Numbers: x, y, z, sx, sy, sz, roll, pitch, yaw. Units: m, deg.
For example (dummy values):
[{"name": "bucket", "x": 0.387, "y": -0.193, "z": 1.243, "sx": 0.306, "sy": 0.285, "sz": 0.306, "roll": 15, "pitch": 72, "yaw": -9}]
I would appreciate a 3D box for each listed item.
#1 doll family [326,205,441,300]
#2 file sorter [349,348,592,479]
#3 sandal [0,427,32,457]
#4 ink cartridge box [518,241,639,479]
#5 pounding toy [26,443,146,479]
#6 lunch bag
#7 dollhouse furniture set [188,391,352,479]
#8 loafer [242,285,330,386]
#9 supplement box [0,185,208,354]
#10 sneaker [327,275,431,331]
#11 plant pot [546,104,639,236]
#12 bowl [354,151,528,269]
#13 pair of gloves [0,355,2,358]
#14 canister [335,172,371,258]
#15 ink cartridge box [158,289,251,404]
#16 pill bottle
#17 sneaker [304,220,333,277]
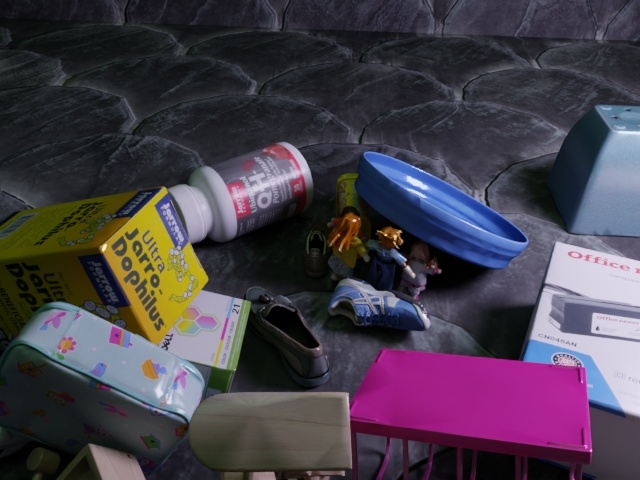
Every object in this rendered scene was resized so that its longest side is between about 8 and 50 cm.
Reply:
[{"name": "doll family", "x": 0.101, "y": 0.030, "z": 1.290, "sx": 0.263, "sy": 0.163, "sz": 0.118, "roll": 27, "pitch": 38, "yaw": 24}, {"name": "file sorter", "x": 0.201, "y": 0.283, "z": 0.879, "sx": 0.291, "sy": 0.182, "sz": 0.202, "roll": 2, "pitch": 17, "yaw": 20}, {"name": "sandal", "x": -0.527, "y": 0.276, "z": 1.012, "sx": 0.416, "sy": 0.102, "sz": 0.169, "roll": -1, "pitch": 48, "yaw": -25}, {"name": "ink cartridge box", "x": 0.488, "y": 0.196, "z": 1.086, "sx": 0.285, "sy": 0.166, "sz": 0.395, "roll": 15, "pitch": 37, "yaw": 18}, {"name": "pounding toy", "x": -0.328, "y": 0.364, "z": 0.881, "sx": 0.181, "sy": 0.094, "sz": 0.206, "roll": -49, "pitch": 46, "yaw": 3}, {"name": "lunch bag", "x": -0.327, "y": 0.221, "z": 0.934, "sx": 0.279, "sy": 0.224, "sz": 0.108, "roll": 29, "pitch": 37, "yaw": -13}, {"name": "dollhouse furniture set", "x": -0.107, "y": 0.379, "z": 0.667, "sx": 0.257, "sy": 0.362, "sz": 0.394, "roll": 1, "pitch": 65, "yaw": -4}, {"name": "loafer", "x": -0.063, "y": 0.153, "z": 1.200, "sx": 0.096, "sy": 0.084, "sz": 0.267, "roll": -19, "pitch": 40, "yaw": -26}, {"name": "supplement box", "x": -0.410, "y": 0.057, "z": 1.104, "sx": 0.357, "sy": 0.194, "sz": 0.195, "roll": -7, "pitch": 30, "yaw": 25}, {"name": "sneaker", "x": 0.109, "y": 0.138, "z": 1.243, "sx": 0.211, "sy": 0.080, "sz": 0.081, "roll": 14, "pitch": 42, "yaw": 33}, {"name": "plant pot", "x": 0.714, "y": -0.181, "z": 1.552, "sx": 0.248, "sy": 0.252, "sz": 0.247, "roll": 3, "pitch": 35, "yaw": 2}, {"name": "bowl", "x": 0.247, "y": -0.066, "z": 1.386, "sx": 0.391, "sy": 0.077, "sz": 0.391, "roll": 25, "pitch": 17, "yaw": -8}, {"name": "pair of gloves", "x": -0.593, "y": 0.213, "z": 1.153, "sx": 0.198, "sy": 0.023, "sz": 0.159, "roll": -14, "pitch": 38, "yaw": -21}, {"name": "canister", "x": 0.073, "y": -0.055, "z": 1.464, "sx": 0.073, "sy": 0.126, "sz": 0.170, "roll": 0, "pitch": 37, "yaw": -1}, {"name": "ink cartridge box", "x": -0.264, "y": 0.164, "z": 1.111, "sx": 0.255, "sy": 0.097, "sz": 0.189, "roll": 15, "pitch": 31, "yaw": -7}, {"name": "pill bottle", "x": -0.189, "y": -0.100, "z": 1.474, "sx": 0.319, "sy": 0.176, "sz": 0.176, "roll": -23, "pitch": 42, "yaw": -30}, {"name": "sneaker", "x": 0.000, "y": 0.000, "z": 1.429, "sx": 0.066, "sy": 0.071, "sz": 0.188, "roll": 1, "pitch": 36, "yaw": 0}]
